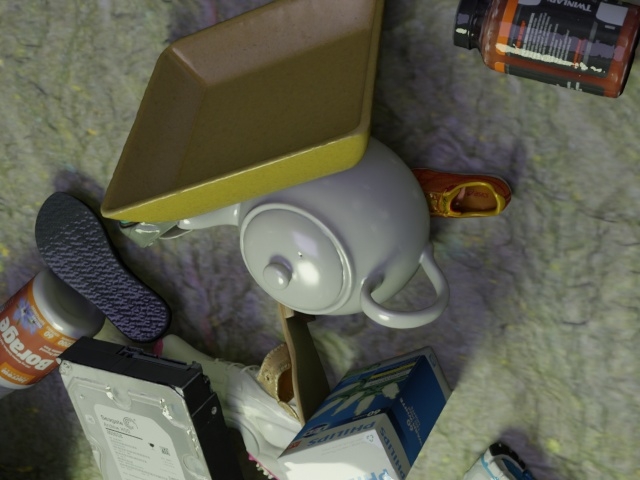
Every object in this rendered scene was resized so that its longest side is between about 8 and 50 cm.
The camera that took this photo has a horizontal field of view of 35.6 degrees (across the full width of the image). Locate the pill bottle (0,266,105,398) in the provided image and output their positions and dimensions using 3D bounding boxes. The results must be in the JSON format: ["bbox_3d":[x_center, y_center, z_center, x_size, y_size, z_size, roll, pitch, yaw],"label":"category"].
[{"bbox_3d":[-0.424,0.141,1.448,0.216,0.121,0.121,-38,89,25],"label":"pill bottle"}]

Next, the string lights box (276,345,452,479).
[{"bbox_3d":[0.062,0.225,1.216,0.133,0.260,0.076,-22,96,23],"label":"string lights box"}]

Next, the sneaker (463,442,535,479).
[{"bbox_3d":[0.261,0.357,1.292,0.190,0.071,0.083,51,121,10],"label":"sneaker"}]

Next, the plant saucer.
[{"bbox_3d":[-0.065,-0.158,1.163,0.333,0.332,0.081,-16,130,24],"label":"plant saucer"}]

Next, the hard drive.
[{"bbox_3d":[-0.217,0.301,1.371,0.237,0.064,0.339,8,124,33],"label":"hard drive"}]

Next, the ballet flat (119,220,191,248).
[{"bbox_3d":[-0.176,-0.048,1.345,0.213,0.072,0.068,-23,123,25],"label":"ballet flat"}]

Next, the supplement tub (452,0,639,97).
[{"bbox_3d":[0.250,-0.230,1.107,0.198,0.106,0.106,17,110,15],"label":"supplement tub"}]

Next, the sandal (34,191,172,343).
[{"bbox_3d":[-0.311,0.044,1.406,0.097,0.054,0.254,-39,85,0],"label":"sandal"}]

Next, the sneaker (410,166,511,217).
[{"bbox_3d":[0.143,-0.056,1.216,0.175,0.067,0.064,-4,105,23],"label":"sneaker"}]

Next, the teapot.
[{"bbox_3d":[0.000,0.000,1.186,0.256,0.187,0.252,-21,108,42],"label":"teapot"}]

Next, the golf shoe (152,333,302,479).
[{"bbox_3d":[-0.090,0.212,1.367,0.306,0.115,0.140,38,94,7],"label":"golf shoe"}]

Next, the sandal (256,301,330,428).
[{"bbox_3d":[-0.046,0.163,1.300,0.079,0.088,0.240,-19,65,23],"label":"sandal"}]
